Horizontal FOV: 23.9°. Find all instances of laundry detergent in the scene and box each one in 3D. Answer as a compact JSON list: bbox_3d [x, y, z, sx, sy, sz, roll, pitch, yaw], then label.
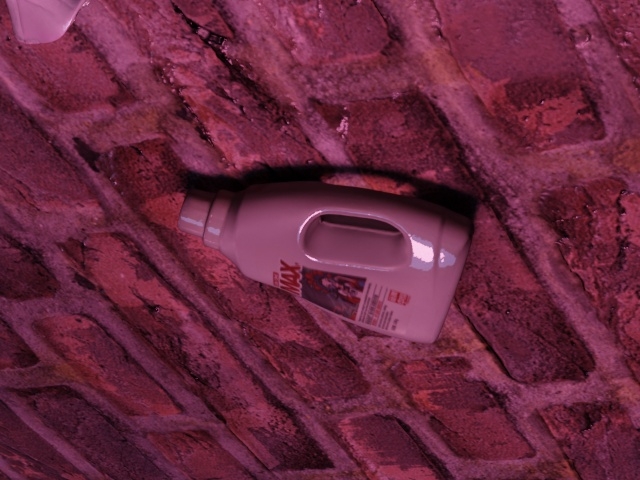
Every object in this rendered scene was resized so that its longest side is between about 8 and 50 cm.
[{"bbox_3d":[0.000,0.000,2.109,0.398,0.124,0.264,17,146,3],"label":"laundry detergent"}]

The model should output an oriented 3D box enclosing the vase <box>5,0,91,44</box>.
[{"bbox_3d":[-0.419,-0.405,1.635,0.250,0.250,0.445,-18,137,39],"label":"vase"}]
